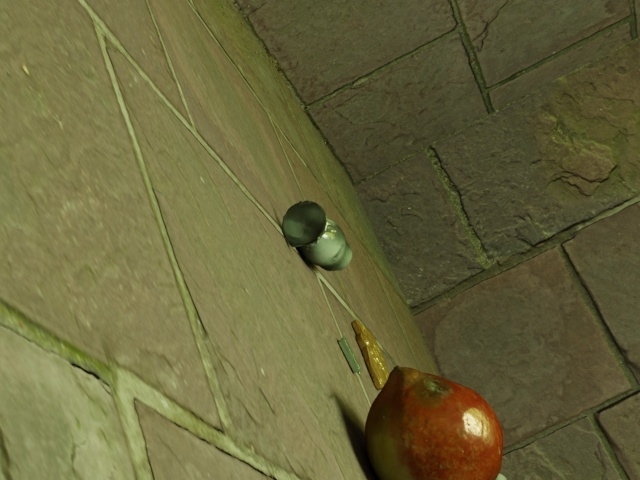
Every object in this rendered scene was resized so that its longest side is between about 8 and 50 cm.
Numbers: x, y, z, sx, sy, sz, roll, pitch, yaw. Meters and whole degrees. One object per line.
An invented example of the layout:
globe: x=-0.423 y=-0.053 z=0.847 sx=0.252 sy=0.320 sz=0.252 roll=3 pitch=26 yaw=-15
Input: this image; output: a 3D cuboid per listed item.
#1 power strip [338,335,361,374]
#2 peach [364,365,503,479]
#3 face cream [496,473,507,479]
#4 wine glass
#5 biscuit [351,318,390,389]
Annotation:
power strip: x=0.059 y=0.230 z=2.045 sx=0.083 sy=0.017 sz=0.027 roll=64 pitch=8 yaw=9
peach: x=0.179 y=0.324 z=1.735 sx=0.232 sy=0.233 sz=0.256 roll=-34 pitch=105 yaw=-83
face cream: x=0.273 y=0.529 z=1.789 sx=0.201 sy=0.187 sz=0.201 roll=62 pitch=7 yaw=-13
wine glass: x=0.000 y=0.000 z=2.136 sx=0.103 sy=0.103 sz=0.222 roll=66 pitch=9 yaw=24
biscuit: x=0.120 y=0.264 z=2.336 sx=0.162 sy=0.035 sz=0.250 roll=55 pitch=11 yaw=-22
